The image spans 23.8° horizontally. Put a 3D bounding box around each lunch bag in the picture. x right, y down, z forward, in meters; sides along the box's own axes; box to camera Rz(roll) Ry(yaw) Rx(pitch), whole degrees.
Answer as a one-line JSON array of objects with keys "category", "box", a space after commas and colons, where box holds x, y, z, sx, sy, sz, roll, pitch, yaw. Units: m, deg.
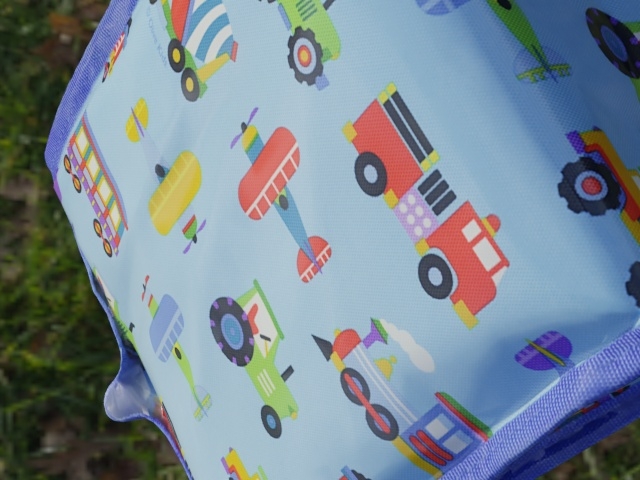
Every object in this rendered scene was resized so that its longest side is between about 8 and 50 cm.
[{"category": "lunch bag", "box": [0.000, 0.000, 0.537, 0.293, 0.138, 0.221, -42, 69, 40]}]
